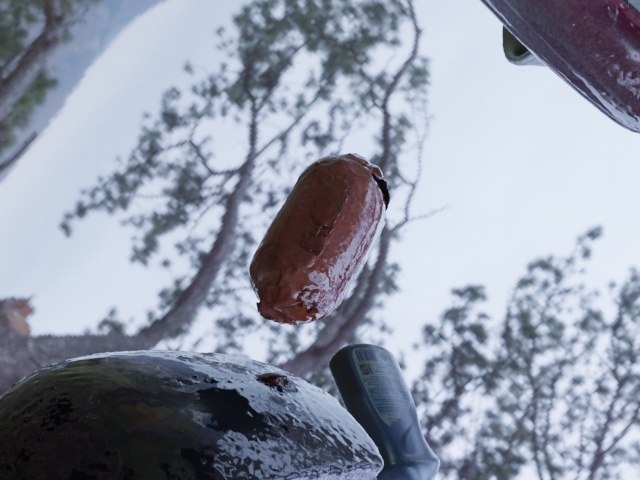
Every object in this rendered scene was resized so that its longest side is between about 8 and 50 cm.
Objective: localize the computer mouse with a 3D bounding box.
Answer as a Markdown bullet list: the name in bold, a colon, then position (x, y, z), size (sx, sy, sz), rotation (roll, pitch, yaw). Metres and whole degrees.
- **computer mouse**: position (-0.084, 0.121, 0.647), size (0.295, 0.168, 0.087), rotation (-13, 123, -49)

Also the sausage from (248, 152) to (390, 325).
- **sausage**: position (0.000, 0.000, 0.716), size (0.076, 0.076, 0.141), rotation (-24, -152, 54)

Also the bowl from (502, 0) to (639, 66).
- **bowl**: position (0.305, -0.291, 1.016), size (0.289, 0.146, 0.289), rotation (-162, -90, -82)

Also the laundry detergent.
- **laundry detergent**: position (0.078, 0.213, 1.153), size (0.061, 0.096, 0.206), rotation (-41, -132, 23)

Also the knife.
- **knife**: position (0.039, -0.141, 0.356), size (0.053, 0.278, 0.123), rotation (-37, -175, -1)
